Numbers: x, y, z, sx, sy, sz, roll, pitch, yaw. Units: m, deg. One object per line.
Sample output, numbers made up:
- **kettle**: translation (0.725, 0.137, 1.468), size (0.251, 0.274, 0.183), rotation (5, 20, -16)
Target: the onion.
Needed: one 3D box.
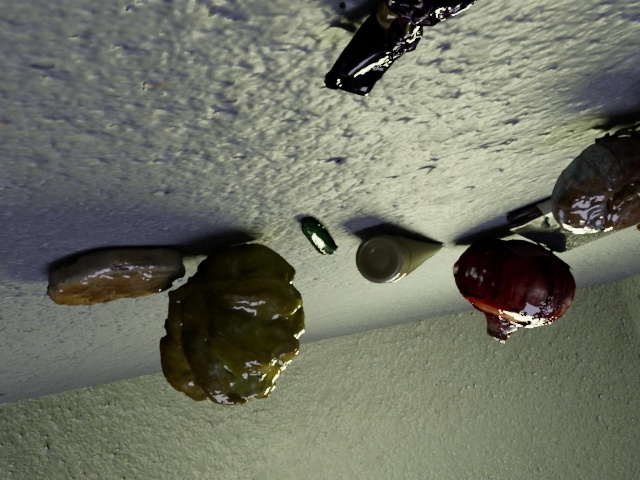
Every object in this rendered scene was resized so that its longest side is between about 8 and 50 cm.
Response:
- **onion**: translation (0.399, 0.104, 1.426), size (0.252, 0.219, 0.252), rotation (18, 176, 1)

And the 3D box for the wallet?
- **wallet**: translation (0.503, -0.049, 1.290), size (0.220, 0.072, 0.262), rotation (-23, 157, 38)

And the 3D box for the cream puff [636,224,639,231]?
- **cream puff**: translation (0.711, -0.046, 1.393), size (0.122, 0.116, 0.094), rotation (-27, 180, -6)

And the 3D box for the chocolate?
- **chocolate**: translation (0.048, -0.150, 0.456), size (0.072, 0.070, 0.147), rotation (-19, 180, -21)

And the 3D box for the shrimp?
- **shrimp**: translation (0.441, -0.101, 0.894), size (0.342, 0.145, 0.116), rotation (-18, -151, -20)

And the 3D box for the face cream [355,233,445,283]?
- **face cream**: translation (0.147, 0.034, 1.273), size (0.137, 0.084, 0.341), rotation (-27, 171, 15)

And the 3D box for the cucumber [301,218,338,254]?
- **cucumber**: translation (0.000, 0.000, 1.057), size (0.033, 0.036, 0.184), rotation (-5, 167, 9)

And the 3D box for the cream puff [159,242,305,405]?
- **cream puff**: translation (-0.129, 0.124, 1.009), size (0.196, 0.244, 0.244), rotation (-4, 164, -35)

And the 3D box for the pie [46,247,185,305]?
- **pie**: translation (-0.292, 0.055, 0.979), size (0.195, 0.046, 0.195), rotation (-13, 165, -4)
